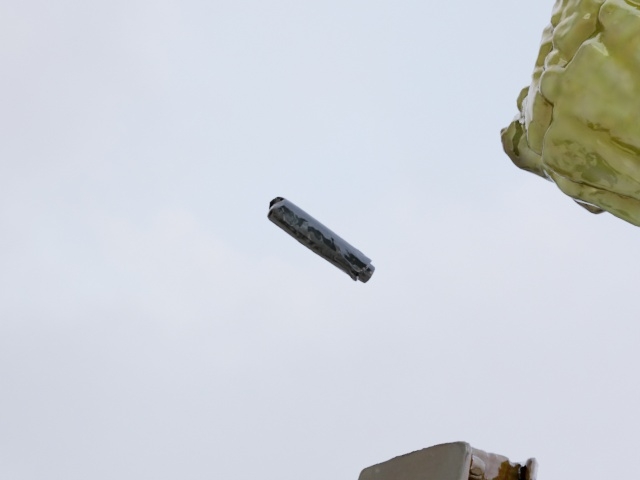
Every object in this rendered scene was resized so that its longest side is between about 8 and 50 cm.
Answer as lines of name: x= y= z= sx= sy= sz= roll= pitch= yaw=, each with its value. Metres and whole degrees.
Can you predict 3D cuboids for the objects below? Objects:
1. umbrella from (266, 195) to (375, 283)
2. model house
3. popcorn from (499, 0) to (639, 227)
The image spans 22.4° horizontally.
umbrella: x=0.000 y=0.001 z=1.688 sx=0.133 sy=0.036 sz=0.031 roll=34 pitch=-39 yaw=-10
model house: x=0.162 y=0.350 z=1.920 sx=0.219 sy=0.229 sz=0.199 roll=-12 pitch=-111 yaw=48
popcorn: x=0.297 y=-0.124 z=1.393 sx=0.293 sy=0.293 sz=0.237 roll=29 pitch=-71 yaw=30
